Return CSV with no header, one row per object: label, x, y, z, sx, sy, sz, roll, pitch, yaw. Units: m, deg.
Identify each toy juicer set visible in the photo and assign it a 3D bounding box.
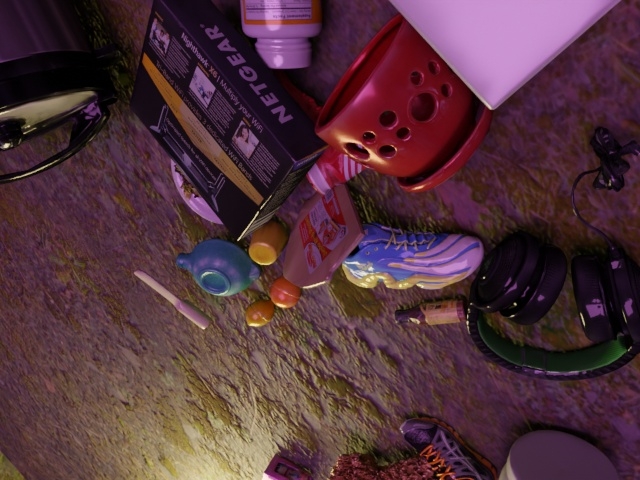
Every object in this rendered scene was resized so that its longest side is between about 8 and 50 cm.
toy juicer set,-0.185,0.086,0.992,0.329,0.089,0.209,-15,120,22

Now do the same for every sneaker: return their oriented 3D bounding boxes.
sneaker,0.006,-0.196,0.776,0.128,0.087,0.221,-25,96,9
sneaker,0.128,0.021,0.776,0.240,0.091,0.126,-15,144,31
sneaker,0.249,0.432,0.957,0.215,0.083,0.084,33,125,8

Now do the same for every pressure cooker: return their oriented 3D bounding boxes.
pressure cooker,-0.579,-0.303,0.801,0.370,0.375,0.420,-16,106,28

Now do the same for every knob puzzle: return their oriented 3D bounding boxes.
knob puzzle,0.000,0.000,0.817,0.030,0.213,0.213,21,131,-31

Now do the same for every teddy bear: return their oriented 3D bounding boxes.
teddy bear,0.182,0.550,1.048,0.338,0.113,0.245,-2,121,18

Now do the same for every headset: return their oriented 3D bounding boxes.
headset,0.355,0.046,0.708,0.244,0.185,0.394,10,134,14

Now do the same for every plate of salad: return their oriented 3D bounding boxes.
plate of salad,-0.204,-0.118,0.914,0.200,0.048,0.199,11,119,20

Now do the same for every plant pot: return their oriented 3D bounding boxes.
plant pot,0.113,-0.171,0.649,0.174,0.191,0.191,34,127,-19

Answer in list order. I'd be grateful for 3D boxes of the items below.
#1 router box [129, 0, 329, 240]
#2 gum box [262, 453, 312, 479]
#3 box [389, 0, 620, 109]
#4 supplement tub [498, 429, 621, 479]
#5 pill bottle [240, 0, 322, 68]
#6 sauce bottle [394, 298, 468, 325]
router box,-0.158,-0.184,0.759,0.308,0.081,0.243,51,141,3
gum box,-0.093,0.637,1.231,0.107,0.062,0.188,21,122,14
box,0.147,-0.342,0.535,0.345,0.215,0.168,47,123,-3
supplement tub,0.405,0.493,0.848,0.191,0.191,0.272,7,118,22
pill bottle,-0.055,-0.358,0.682,0.117,0.117,0.214,10,119,20
sauce bottle,0.193,0.128,0.854,0.128,0.042,0.042,-12,109,28
